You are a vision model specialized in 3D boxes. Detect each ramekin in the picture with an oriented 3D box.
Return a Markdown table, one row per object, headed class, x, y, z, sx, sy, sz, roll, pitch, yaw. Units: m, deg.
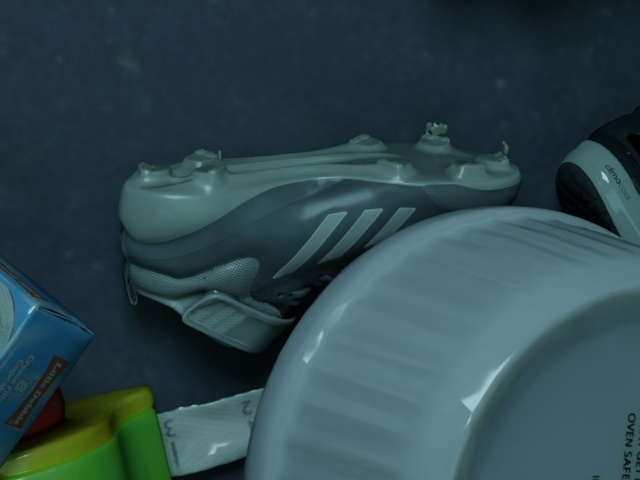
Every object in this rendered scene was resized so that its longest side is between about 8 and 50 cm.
| class | x | y | z | sx | sy | sz | roll | pitch | yaw |
| --- | --- | --- | --- | --- | --- | --- | --- | --- | --- |
| ramekin | 0.111 | 0.119 | 0.820 | 0.273 | 0.127 | 0.272 | -1 | 93 | -27 |

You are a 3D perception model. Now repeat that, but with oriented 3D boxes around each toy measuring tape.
| class | x | y | z | sx | sy | sz | roll | pitch | yaw |
| --- | --- | --- | --- | --- | --- | --- | --- | --- | --- |
| toy measuring tape | -0.089 | 0.113 | 0.892 | 0.330 | 0.121 | 0.121 | -12 | 98 | -9 |

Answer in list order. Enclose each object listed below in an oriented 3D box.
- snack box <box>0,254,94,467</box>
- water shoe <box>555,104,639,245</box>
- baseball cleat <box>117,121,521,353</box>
| class | x | y | z | sx | sy | sz | roll | pitch | yaw |
| --- | --- | --- | --- | --- | --- | --- | --- | --- | --- |
| snack box | -0.269 | 0.117 | 0.835 | 0.187 | 0.060 | 0.322 | 35 | 88 | 28 |
| water shoe | 0.207 | 0.022 | 0.959 | 0.080 | 0.073 | 0.203 | -37 | 104 | -13 |
| baseball cleat | 0.000 | 0.000 | 0.929 | 0.206 | 0.072 | 0.109 | -2 | 110 | -6 |
